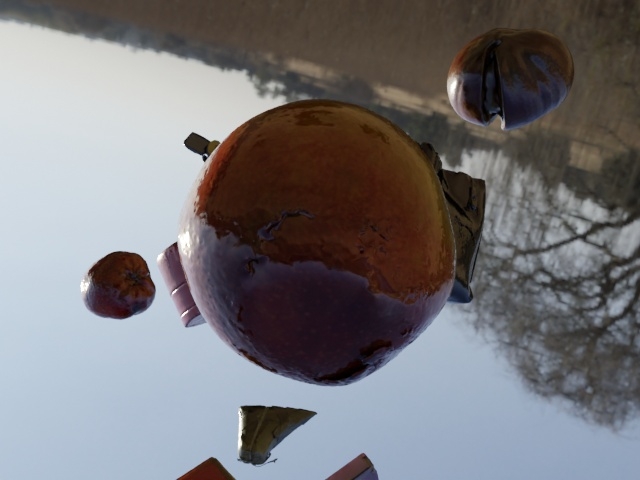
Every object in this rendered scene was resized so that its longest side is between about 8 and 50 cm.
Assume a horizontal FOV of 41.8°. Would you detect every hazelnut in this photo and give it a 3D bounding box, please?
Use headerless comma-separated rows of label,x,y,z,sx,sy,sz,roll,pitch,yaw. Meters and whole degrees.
hazelnut,0.381,-0.338,1.691,0.252,0.217,0.217,-4,-173,13

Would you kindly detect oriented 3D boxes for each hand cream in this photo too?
hand cream,-0.184,0.055,1.578,0.230,0.149,0.230,-24,173,-3

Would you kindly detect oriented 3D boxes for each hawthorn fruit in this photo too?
hawthorn fruit,-0.245,0.056,1.003,0.093,0.093,0.093,14,-169,-3

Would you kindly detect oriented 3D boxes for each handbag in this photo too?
handbag,0.232,-0.039,1.770,0.152,0.288,0.342,15,172,43

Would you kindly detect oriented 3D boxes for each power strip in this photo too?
power strip,-0.012,0.468,1.414,0.279,0.109,0.037,-31,-134,-19

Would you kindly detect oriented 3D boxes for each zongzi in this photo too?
zongzi,-0.062,0.286,1.232,0.119,0.055,0.109,0,-152,-2

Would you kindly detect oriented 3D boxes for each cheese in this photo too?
cheese,-0.159,-0.141,1.677,0.250,0.064,0.156,29,-153,-7

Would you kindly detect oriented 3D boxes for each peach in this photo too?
peach,0.000,0.000,0.680,0.231,0.231,0.231,14,-169,-3

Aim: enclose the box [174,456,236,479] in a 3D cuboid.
box,-0.217,0.421,1.009,0.089,0.313,0.197,42,-141,20
